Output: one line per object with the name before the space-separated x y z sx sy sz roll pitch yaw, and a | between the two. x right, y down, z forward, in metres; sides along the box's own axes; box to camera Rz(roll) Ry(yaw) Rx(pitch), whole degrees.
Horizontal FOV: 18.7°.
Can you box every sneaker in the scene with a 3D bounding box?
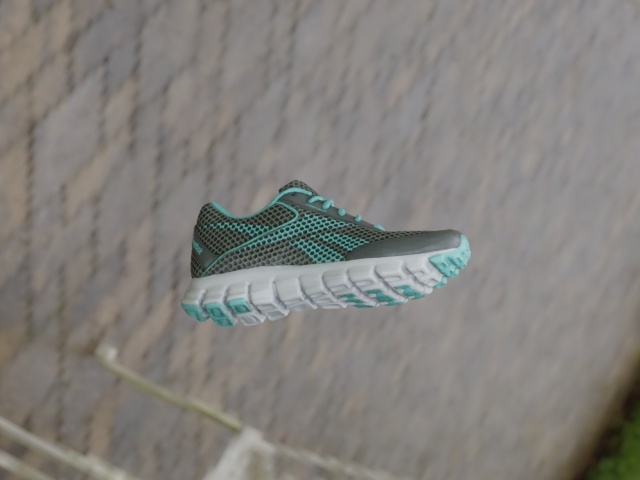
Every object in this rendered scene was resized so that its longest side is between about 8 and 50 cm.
sneaker | 0.000 0.000 1.091 0.065 0.166 0.076 57 28 -71
